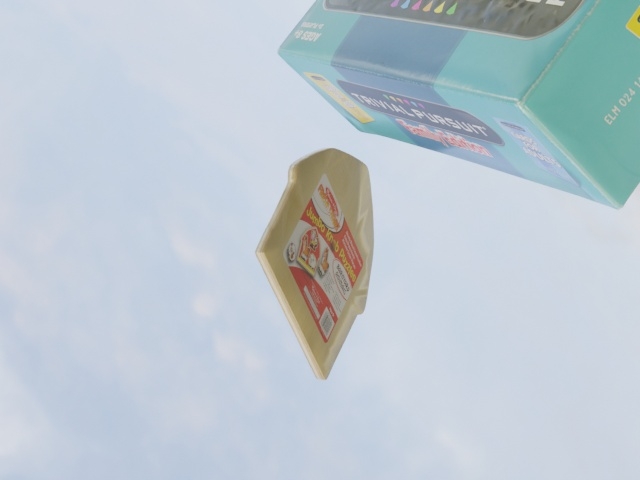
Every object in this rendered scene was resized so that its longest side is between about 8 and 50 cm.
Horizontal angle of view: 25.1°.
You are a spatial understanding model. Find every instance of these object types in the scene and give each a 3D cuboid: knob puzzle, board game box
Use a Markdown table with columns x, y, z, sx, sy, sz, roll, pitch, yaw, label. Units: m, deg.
| x | y | z | sx | sy | sz | roll | pitch | yaw | label |
| --- | --- | --- | --- | --- | --- | --- | --- | --- | --- |
| 0.000 | 0.000 | 1.325 | 0.213 | 0.030 | 0.213 | -6 | -83 | -61 | knob puzzle |
| 0.152 | -0.191 | 0.730 | 0.079 | 0.336 | 0.254 | 41 | 172 | -27 | board game box |
